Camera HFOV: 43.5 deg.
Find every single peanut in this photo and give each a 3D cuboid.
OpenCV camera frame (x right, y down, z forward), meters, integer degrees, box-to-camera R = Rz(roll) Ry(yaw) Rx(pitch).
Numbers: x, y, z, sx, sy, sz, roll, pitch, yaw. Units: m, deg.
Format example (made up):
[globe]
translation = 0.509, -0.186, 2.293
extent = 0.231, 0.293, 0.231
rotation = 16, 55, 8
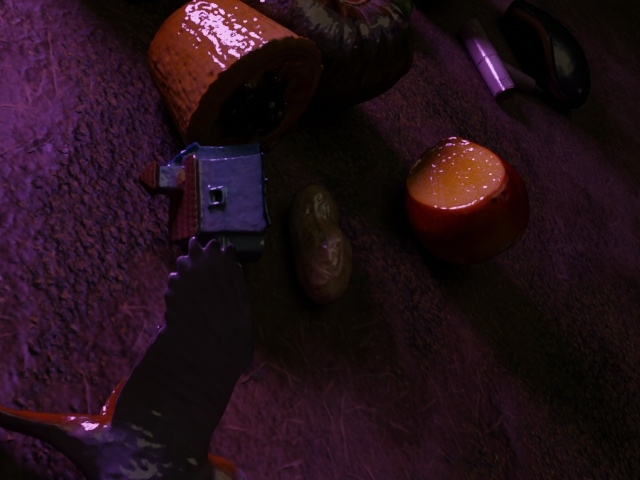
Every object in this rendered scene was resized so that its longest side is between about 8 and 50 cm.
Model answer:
[peanut]
translation = 0.000, 0.000, 1.049
extent = 0.080, 0.080, 0.175
rotation = 13, 52, -37

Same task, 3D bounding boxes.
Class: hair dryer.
[hair dryer]
translation = 0.417, -0.388, 1.782
extent = 0.220, 0.053, 0.195
rotation = 1, 59, -44

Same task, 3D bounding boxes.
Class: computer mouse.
[computer mouse]
translation = 0.552, -0.457, 1.920
extent = 0.183, 0.116, 0.323
rotation = 6, 55, -47

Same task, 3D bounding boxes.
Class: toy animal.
[toy animal]
translation = -0.199, 0.162, 0.699
extent = 0.284, 0.225, 0.302
rotation = -3, 72, -23

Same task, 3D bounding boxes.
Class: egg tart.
[egg tart]
translation = -0.112, -0.208, 1.024
extent = 0.215, 0.215, 0.171
rotation = -16, 60, -49

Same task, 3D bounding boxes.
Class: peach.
[peach]
translation = 0.220, -0.063, 1.225
extent = 0.190, 0.190, 0.192
rotation = -32, 97, -51

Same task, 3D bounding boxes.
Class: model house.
[model house]
translation = -0.142, -0.048, 0.951
extent = 0.148, 0.119, 0.148
rotation = 2, 79, -14

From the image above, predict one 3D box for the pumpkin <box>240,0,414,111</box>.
[pumpkin]
translation = -0.044, -0.320, 1.201
extent = 0.232, 0.242, 0.325
rotation = -39, 93, -22

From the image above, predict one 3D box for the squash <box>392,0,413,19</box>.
[squash]
translation = 0.046, -0.585, 1.550
extent = 0.395, 0.107, 0.107
rotation = 51, 39, 0
